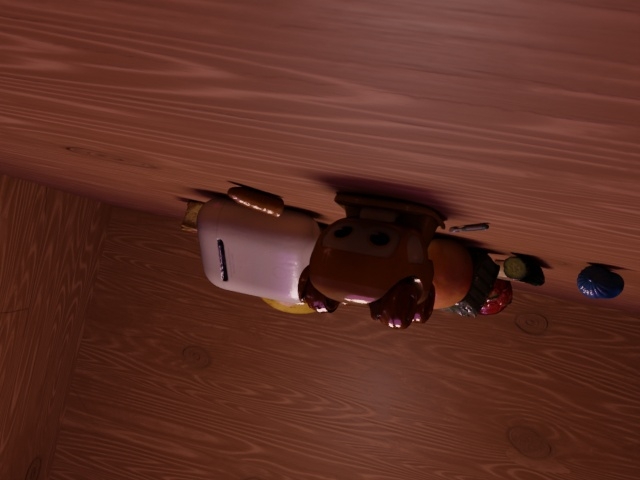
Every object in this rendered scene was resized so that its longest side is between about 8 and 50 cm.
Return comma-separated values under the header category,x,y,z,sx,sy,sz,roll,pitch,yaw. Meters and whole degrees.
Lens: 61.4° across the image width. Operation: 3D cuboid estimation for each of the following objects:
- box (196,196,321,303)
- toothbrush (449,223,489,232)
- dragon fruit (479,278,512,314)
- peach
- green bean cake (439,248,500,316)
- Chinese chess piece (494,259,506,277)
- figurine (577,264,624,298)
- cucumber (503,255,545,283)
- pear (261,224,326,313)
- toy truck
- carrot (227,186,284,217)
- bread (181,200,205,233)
category,x,y,z,sx,sy,sz,roll,pitch,yaw
box,-0.166,0.030,1.474,0.349,0.288,0.141,11,-141,14
toothbrush,0.281,-0.022,1.022,0.014,0.011,0.167,8,178,-8
dragon fruit,0.585,0.174,1.936,0.192,0.193,0.274,-15,173,8
peach,0.283,0.077,1.321,0.184,0.184,0.184,12,177,1
green bean cake,0.364,0.104,1.448,0.094,0.173,0.181,42,163,-30
Chinese chess piece,0.571,0.093,1.603,0.122,0.051,0.122,13,177,1
figurine,0.628,0.090,1.233,0.087,0.086,0.149,52,-165,6
cucumber,0.551,0.085,1.428,0.067,0.067,0.293,10,178,34
pear,-0.072,0.084,1.711,0.314,0.314,0.314,12,177,1
toy truck,0.104,0.037,0.972,0.204,0.211,0.288,10,180,28
carrot,-0.145,-0.090,1.173,0.139,0.048,0.048,18,174,-41
bread,-0.338,-0.056,1.882,0.275,0.114,0.185,11,178,-12
